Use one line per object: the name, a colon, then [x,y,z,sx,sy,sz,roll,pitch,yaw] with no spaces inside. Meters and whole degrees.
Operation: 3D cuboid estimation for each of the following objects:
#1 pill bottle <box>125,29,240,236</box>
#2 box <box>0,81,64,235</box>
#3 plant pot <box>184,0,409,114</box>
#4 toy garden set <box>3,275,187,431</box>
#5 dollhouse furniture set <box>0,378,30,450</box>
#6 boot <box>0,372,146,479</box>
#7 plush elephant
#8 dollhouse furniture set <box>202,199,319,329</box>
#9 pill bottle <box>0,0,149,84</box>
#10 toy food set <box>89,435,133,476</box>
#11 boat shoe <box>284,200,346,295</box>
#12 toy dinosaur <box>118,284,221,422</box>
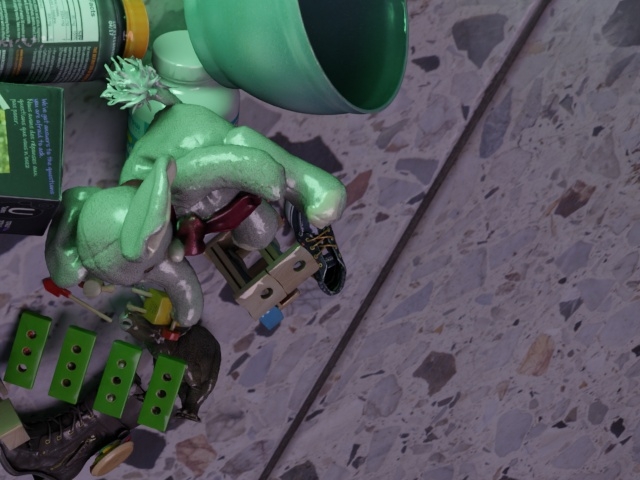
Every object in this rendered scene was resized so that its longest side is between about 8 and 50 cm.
pill bottle: [-0.184,-0.140,1.861,0.146,0.146,0.264,-13,131,-26]
box: [-0.442,-0.098,1.626,0.270,0.143,0.165,4,165,-18]
plant pot: [-0.042,-0.287,1.732,0.196,0.293,0.293,-6,148,29]
toy garden set: [-0.307,0.140,2.022,0.244,0.049,0.204,18,102,-2]
dollhouse furniture set: [-0.523,0.244,1.944,0.182,0.161,0.101,-30,137,-11]
boot: [-0.374,0.266,2.131,0.229,0.091,0.263,-39,148,-1]
plush elephant: [-0.177,-0.026,1.672,0.330,0.272,0.255,39,67,-23]
dollhouse furniture set: [-0.063,0.057,2.127,0.129,0.129,0.184,-39,137,0]
pill bottle: [-0.330,-0.251,1.674,0.245,0.130,0.130,-6,128,-31]
toy food set: [-0.322,0.334,2.178,0.082,0.020,0.083,-50,162,30]
boat shoe: [0.000,0.000,2.157,0.065,0.083,0.183,-27,137,-13]
toy dinosaur: [-0.198,0.190,2.153,0.313,0.121,0.160,40,65,-61]
